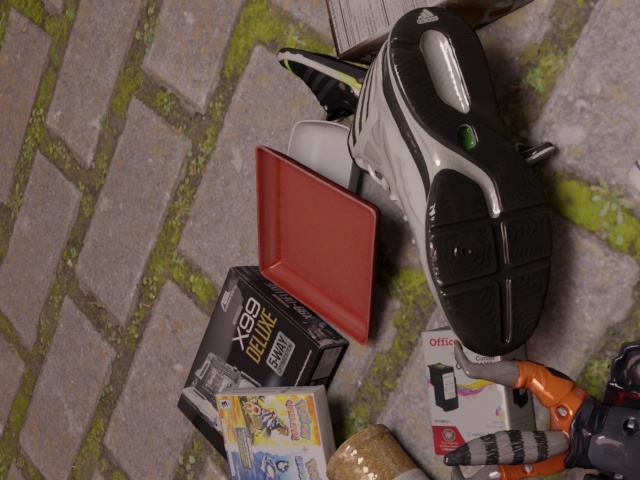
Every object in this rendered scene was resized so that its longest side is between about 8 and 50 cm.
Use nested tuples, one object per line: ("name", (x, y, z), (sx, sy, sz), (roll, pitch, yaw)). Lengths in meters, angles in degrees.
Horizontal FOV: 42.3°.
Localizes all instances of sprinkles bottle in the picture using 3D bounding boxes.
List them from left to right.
("sprinkles bottle", (0.154, 0.429, 1.170), (0.355, 0.121, 0.121), (47, 119, 31))

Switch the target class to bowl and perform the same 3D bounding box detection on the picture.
("bowl", (0.011, -0.121, 1.335), (0.142, 0.053, 0.142), (15, 102, 40))

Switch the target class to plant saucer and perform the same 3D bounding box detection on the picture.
("plant saucer", (0.000, 0.000, 1.295), (0.259, 0.048, 0.258), (31, 135, 35))

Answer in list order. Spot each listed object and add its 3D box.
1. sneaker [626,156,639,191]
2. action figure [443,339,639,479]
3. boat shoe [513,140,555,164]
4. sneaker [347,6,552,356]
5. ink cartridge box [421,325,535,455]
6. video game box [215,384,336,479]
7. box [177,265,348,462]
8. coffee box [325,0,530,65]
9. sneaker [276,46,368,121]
("sneaker", (0.480, -0.036, 0.893), (0.161, 0.102, 0.282), (-50, 60, 27))
("action figure", (0.317, 0.277, 0.969), (0.330, 0.178, 0.341), (4, 98, 15))
("boat shoe", (0.260, -0.111, 1.122), (0.125, 0.046, 0.038), (-28, 76, 48))
("sneaker", (0.165, -0.065, 1.135), (0.257, 0.169, 0.447), (153, 104, -76))
("ink cartridge box", (0.217, 0.204, 1.143), (0.127, 0.072, 0.175), (-11, 84, 41))
("video game box", (-0.065, 0.336, 1.320), (0.187, 0.048, 0.205), (-8, 96, 26))
("box", (-0.109, 0.234, 1.428), (0.242, 0.076, 0.307), (38, 115, 33))
("coffee box", (0.147, -0.336, 1.155), (0.246, 0.141, 0.098), (-20, 78, 41))
("sneaker", (0.010, -0.241, 1.313), (0.235, 0.084, 0.097), (29, 110, 38))
